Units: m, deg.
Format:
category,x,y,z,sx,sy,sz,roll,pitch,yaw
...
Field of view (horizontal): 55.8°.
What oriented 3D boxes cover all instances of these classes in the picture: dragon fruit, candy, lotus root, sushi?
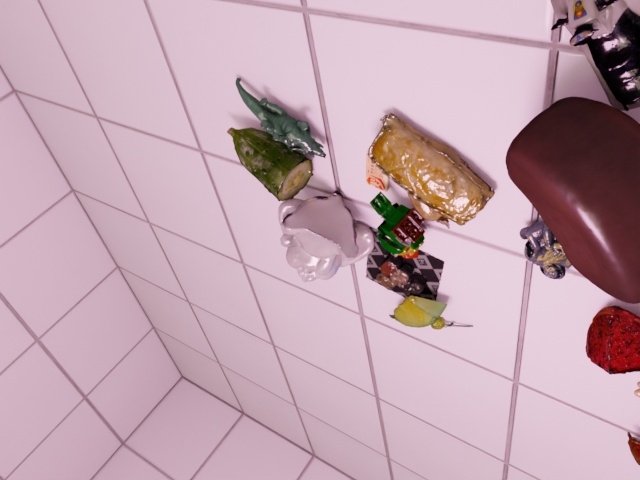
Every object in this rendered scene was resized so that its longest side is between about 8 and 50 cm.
category,x,y,z,sx,sy,sz,roll,pitch,yaw
dragon fruit,0.630,0.193,1.255,0.127,0.120,0.161,-106,8,-75
candy,0.353,0.227,1.633,0.122,0.035,0.035,-1,113,38
lotus root,0.239,-0.085,1.335,0.152,0.063,0.072,51,138,-8
sushi,0.206,0.095,1.606,0.219,0.047,0.231,27,146,22

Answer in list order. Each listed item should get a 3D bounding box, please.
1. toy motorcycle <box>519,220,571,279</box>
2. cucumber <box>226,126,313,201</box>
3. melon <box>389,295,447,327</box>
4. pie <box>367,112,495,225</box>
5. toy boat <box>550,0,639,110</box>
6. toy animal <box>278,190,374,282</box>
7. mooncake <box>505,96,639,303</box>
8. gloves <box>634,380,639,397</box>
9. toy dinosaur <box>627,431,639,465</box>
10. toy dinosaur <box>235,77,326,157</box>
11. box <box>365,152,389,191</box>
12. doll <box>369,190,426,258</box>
category,x,y,z,sx,sy,sz,roll,pitch,yaw
toy motorcycle,0.460,0.002,1.205,0.124,0.061,0.193,34,150,17
cucumber,-0.143,-0.213,1.533,0.244,0.134,0.134,40,149,15
melon,0.247,0.200,1.654,0.113,0.053,0.262,29,159,-8
pie,0.219,-0.146,1.254,0.282,0.068,0.129,39,125,10
toy boat,0.407,-0.288,0.839,0.269,0.141,0.140,38,152,-24
toy animal,-0.009,-0.012,1.594,0.249,0.174,0.289,38,150,-17
mooncake,0.455,-0.061,0.970,0.326,0.174,0.334,52,-173,23
gloves,0.741,0.301,1.219,0.203,0.124,0.164,14,133,59
toy dinosaur,0.837,0.482,1.380,0.207,0.112,0.327,54,146,31
toy dinosaur,-0.105,-0.282,1.426,0.292,0.079,0.120,38,-176,-1
box,0.133,-0.159,1.401,0.058,0.015,0.093,24,144,22
doll,0.184,-0.022,1.430,0.134,0.106,0.186,37,166,22
